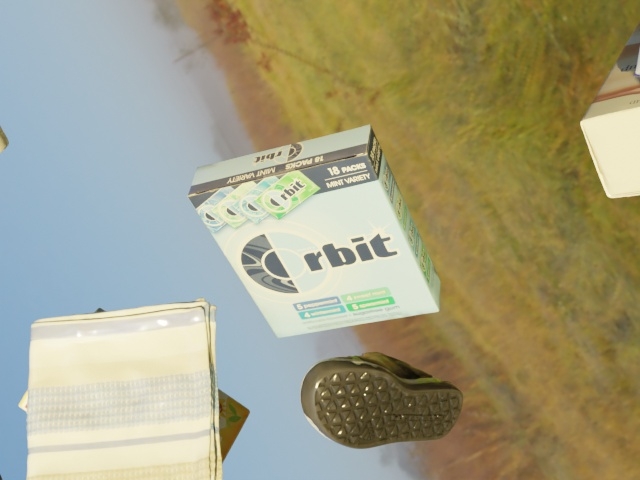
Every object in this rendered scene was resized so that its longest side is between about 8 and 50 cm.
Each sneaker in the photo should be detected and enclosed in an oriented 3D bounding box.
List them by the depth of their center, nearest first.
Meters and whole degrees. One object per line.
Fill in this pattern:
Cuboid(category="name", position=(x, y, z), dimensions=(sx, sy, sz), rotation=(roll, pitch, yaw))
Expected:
Cuboid(category="sneaker", position=(0.046, 0.156, 0.971), dimensions=(0.235, 0.084, 0.097), rotation=(21, -175, -46))

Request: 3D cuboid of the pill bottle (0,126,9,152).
Cuboid(category="pill bottle", position=(-0.253, -0.103, 0.582), dimensions=(0.078, 0.078, 0.137), rotation=(-113, -3, -68))

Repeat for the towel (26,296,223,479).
Cuboid(category="towel", position=(-0.208, 0.204, 1.013), dimensions=(0.034, 0.209, 0.284), rotation=(84, -179, -67))

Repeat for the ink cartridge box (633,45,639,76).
Cuboid(category="ink cartridge box", position=(0.432, -0.303, 1.128), dimensions=(0.224, 0.045, 0.223), rotation=(-147, 65, -76))

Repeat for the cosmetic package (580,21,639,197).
Cuboid(category="cosmetic package", position=(0.484, -0.199, 1.318), dimensions=(0.296, 0.153, 0.129), rotation=(-53, -57, -41))

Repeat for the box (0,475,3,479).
Cuboid(category="box", position=(-0.293, 0.186, 0.496), dimensions=(0.175, 0.220, 0.051), rotation=(-108, 1, -77))

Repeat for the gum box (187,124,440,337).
Cuboid(category="gum box", position=(0.000, 0.000, 0.816), dimensions=(0.041, 0.157, 0.184), rotation=(-80, -30, -44))

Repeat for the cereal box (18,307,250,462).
Cuboid(category="cereal box", position=(-0.220, 0.205, 1.176), dimensions=(0.240, 0.047, 0.173), rotation=(35, -146, -2))
